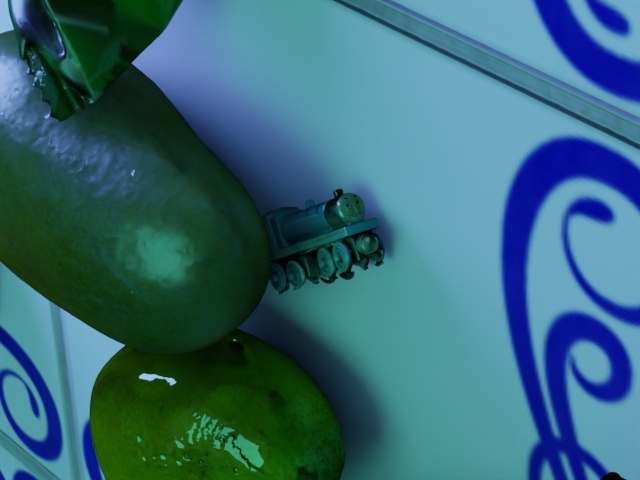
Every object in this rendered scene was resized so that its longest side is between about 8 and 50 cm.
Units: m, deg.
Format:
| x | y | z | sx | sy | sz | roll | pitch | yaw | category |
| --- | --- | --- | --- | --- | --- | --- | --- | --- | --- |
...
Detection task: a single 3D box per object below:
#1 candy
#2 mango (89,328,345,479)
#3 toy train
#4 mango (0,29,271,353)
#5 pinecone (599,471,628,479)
| x | y | z | sx | sy | sz | roll | pitch | yaw | category |
| --- | --- | --- | --- | --- | --- | --- | --- | --- | --- |
| -0.097 | -0.175 | 0.892 | 0.141 | 0.078 | 0.203 | 51 | 129 | 9 | candy |
| -0.054 | 0.104 | 1.006 | 0.178 | 0.100 | 0.119 | 4 | 112 | 48 | mango |
| 0.000 | 0.000 | 0.926 | 0.092 | 0.029 | 0.045 | -19 | 89 | 58 | toy train |
| -0.109 | -0.024 | 0.980 | 0.251 | 0.114 | 0.156 | 29 | 134 | 38 | mango |
| 0.143 | 0.199 | 0.693 | 0.264 | 0.264 | 0.264 | 33 | 137 | 37 | pinecone |
